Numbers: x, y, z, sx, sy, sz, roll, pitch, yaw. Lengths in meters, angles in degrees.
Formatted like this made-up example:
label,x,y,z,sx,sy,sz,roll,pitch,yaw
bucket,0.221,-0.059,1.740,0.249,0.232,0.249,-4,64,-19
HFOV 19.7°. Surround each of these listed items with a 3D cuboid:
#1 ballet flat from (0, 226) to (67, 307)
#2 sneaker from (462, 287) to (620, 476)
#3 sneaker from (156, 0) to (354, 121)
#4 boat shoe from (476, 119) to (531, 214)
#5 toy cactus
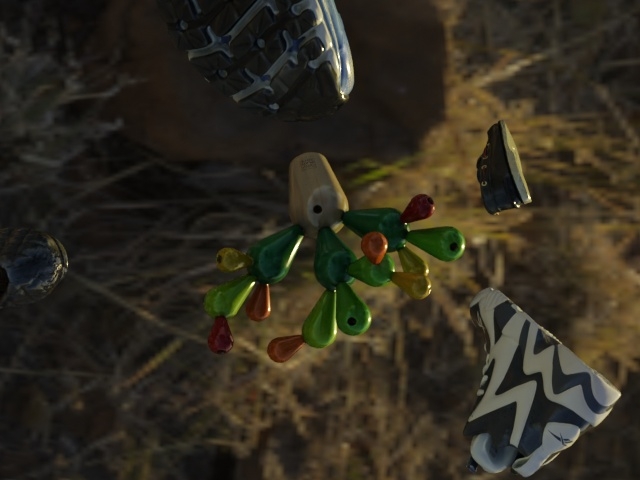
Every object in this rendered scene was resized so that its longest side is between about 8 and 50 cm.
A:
label,x,y,z,sx,sy,sz,roll,pitch,yaw
ballet flat,-0.229,0.019,1.145,0.049,0.173,0.057,-8,88,-52
sneaker,0.178,0.150,1.808,0.153,0.235,0.094,-50,128,2
sneaker,-0.050,-0.240,1.269,0.147,0.130,0.330,-21,86,-48
boat shoe,0.153,-0.065,1.596,0.133,0.042,0.049,-89,155,-62
toy cactus,0.000,0.000,1.508,0.112,0.219,0.180,56,15,-50
